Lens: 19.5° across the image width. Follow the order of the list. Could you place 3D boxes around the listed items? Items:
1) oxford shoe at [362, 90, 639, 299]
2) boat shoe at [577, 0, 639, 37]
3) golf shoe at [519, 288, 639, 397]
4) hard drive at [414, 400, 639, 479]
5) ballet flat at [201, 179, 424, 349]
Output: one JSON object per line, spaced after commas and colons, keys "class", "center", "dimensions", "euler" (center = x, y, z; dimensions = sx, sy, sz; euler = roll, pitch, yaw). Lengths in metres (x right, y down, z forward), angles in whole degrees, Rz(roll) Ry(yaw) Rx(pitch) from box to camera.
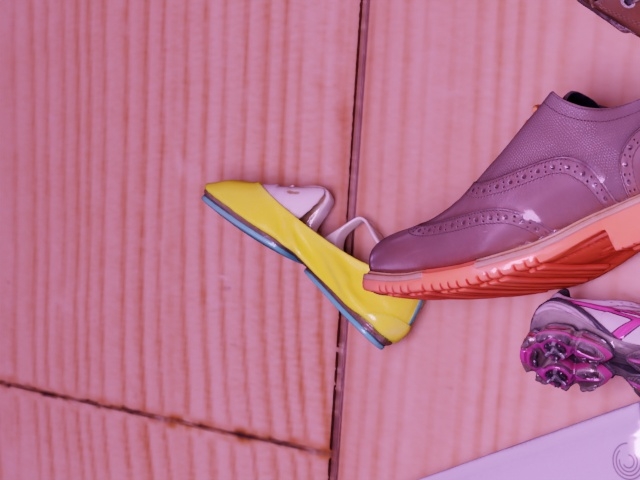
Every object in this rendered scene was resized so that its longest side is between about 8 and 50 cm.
{"class": "oxford shoe", "center": [0.178, -0.037, 1.405], "dimensions": [0.363, 0.130, 0.133], "euler": [-18, 78, 36]}
{"class": "boat shoe", "center": [0.242, -0.191, 1.360], "dimensions": [0.307, 0.104, 0.111], "euler": [32, 109, 31]}
{"class": "golf shoe", "center": [0.247, 0.078, 1.390], "dimensions": [0.186, 0.086, 0.067], "euler": [15, 135, 15]}
{"class": "hard drive", "center": [0.153, 0.289, 1.487], "dimensions": [0.353, 0.047, 0.233], "euler": [-25, 77, 35]}
{"class": "ballet flat", "center": [0.000, 0.000, 1.584], "dimensions": [0.231, 0.077, 0.077], "euler": [39, 93, 26]}
